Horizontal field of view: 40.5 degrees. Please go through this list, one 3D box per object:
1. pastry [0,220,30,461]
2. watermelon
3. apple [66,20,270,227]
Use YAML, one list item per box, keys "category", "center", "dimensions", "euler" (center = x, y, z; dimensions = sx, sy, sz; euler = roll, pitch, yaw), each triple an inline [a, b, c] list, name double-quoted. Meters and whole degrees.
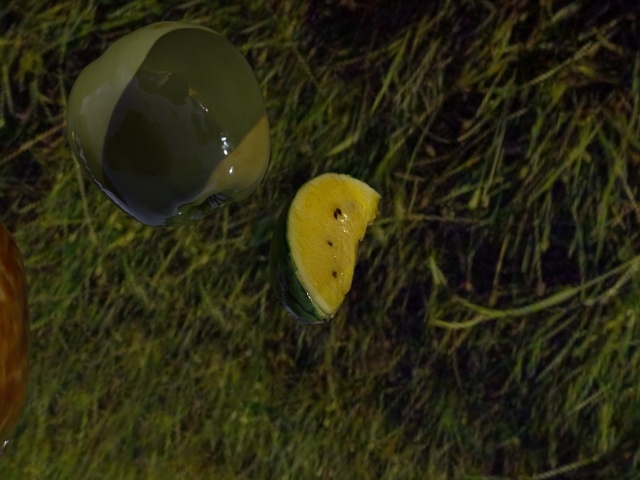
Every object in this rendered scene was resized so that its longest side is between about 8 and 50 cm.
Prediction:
- category: "pastry"
  center: [-0.415, 0.079, 0.729]
  dimensions: [0.313, 0.388, 0.388]
  euler: [-34, 131, 7]
- category: "watermelon"
  center: [0.000, 0.000, 1.195]
  dimensions: [0.129, 0.301, 0.123]
  euler: [19, 129, 3]
- category: "apple"
  center: [-0.189, -0.143, 1.100]
  dimensions: [0.262, 0.262, 0.262]
  euler: [15, 150, 9]
